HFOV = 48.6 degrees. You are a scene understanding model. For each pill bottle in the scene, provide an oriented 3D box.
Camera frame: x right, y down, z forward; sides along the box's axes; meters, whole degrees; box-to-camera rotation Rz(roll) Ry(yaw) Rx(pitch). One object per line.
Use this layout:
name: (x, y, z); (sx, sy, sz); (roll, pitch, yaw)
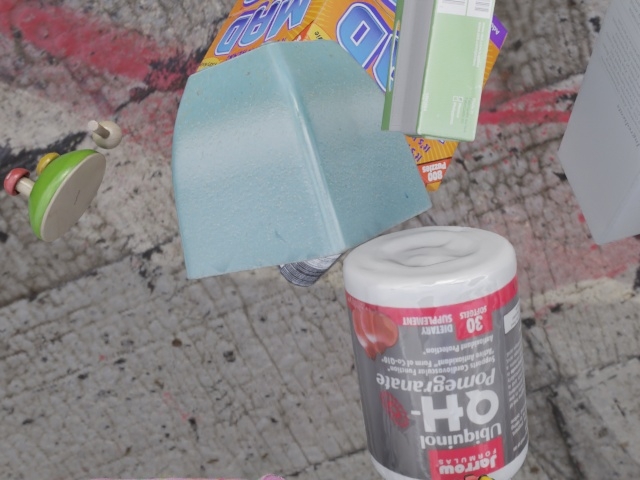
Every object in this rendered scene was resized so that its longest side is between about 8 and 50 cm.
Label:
pill bottle: (0.129, 0.158, 0.759); (0.176, 0.176, 0.318); (-9, 107, 1)
pill bottle: (0.000, 0.000, 1.683); (0.130, 0.130, 0.246); (25, 138, -17)

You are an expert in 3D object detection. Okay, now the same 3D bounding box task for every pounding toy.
pounding toy: (-0.462, -0.124, 1.244); (0.110, 0.183, 0.237); (31, 94, 0)

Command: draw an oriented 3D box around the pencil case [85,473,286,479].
pencil case: (-0.154, 0.285, 0.668); (0.284, 0.124, 0.124); (-9, 121, 16)

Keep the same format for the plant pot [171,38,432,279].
plant pot: (-0.042, -0.115, 0.909); (0.247, 0.248, 0.252); (-11, 98, 36)

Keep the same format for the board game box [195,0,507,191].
board game box: (0.048, -0.329, 1.299); (0.356, 0.356, 0.356); (37, 71, -32)

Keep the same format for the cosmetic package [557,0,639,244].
cosmetic package: (0.442, -0.175, 0.811); (0.230, 0.161, 0.453); (-16, 156, 1)

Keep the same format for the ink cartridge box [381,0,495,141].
ink cartridge box: (0.108, -0.185, 0.688); (0.056, 0.235, 0.171); (6, 99, -2)

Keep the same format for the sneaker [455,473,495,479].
sneaker: (0.194, 0.315, 0.663); (0.225, 0.093, 0.088); (39, 101, -25)
